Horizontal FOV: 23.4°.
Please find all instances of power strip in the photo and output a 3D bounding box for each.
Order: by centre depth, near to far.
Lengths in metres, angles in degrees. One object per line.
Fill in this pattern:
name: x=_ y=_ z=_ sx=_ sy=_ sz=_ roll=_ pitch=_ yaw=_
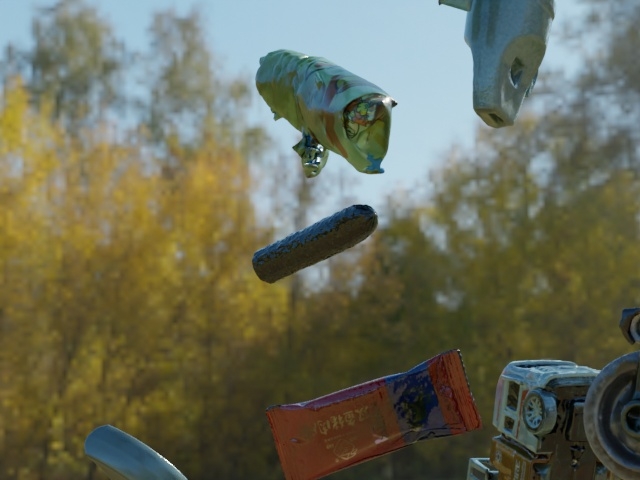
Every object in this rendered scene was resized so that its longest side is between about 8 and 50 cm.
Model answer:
power strip: x=-0.181 y=0.277 z=1.610 sx=0.137 sy=0.044 sz=0.216 roll=27 pitch=-31 yaw=15

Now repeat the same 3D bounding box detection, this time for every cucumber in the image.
cucumber: x=0.000 y=0.000 z=1.206 sx=0.032 sy=0.032 sz=0.133 roll=5 pitch=-23 yaw=-43

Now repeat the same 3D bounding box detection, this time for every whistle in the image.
whistle: x=0.178 y=-0.234 z=1.422 sx=0.093 sy=0.274 sz=0.186 roll=1 pitch=-22 yaw=28

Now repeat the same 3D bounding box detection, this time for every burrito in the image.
burrito: x=0.000 y=-0.100 z=1.311 sx=0.054 sy=0.104 sz=0.288 roll=-3 pitch=18 yaw=-19

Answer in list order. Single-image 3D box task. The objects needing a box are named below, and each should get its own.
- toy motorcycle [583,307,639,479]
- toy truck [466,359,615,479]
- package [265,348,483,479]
toy motorcycle: x=0.251 y=0.054 z=0.865 sx=0.127 sy=0.275 sz=0.205 roll=36 pitch=11 yaw=25
toy truck: x=0.156 y=0.169 z=1.114 sx=0.080 sy=0.178 sz=0.115 roll=3 pitch=11 yaw=-24
package: x=0.051 y=0.173 z=1.502 sx=0.200 sy=0.083 sz=0.022 roll=-18 pitch=0 yaw=2
